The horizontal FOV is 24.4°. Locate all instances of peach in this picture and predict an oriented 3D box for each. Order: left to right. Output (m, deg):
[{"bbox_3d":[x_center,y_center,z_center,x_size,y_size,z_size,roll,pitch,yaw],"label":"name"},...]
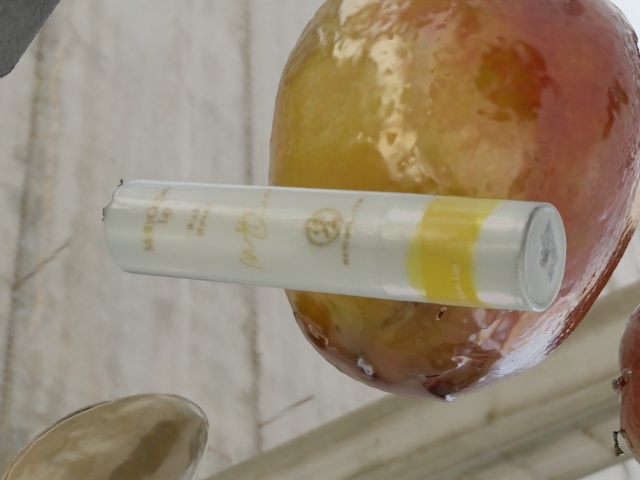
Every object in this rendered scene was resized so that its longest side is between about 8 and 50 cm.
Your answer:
[{"bbox_3d":[0.102,-0.051,1.177,0.290,0.373,0.372,24,-134,-43],"label":"peach"}]

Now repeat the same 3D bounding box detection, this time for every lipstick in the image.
[{"bbox_3d":[0.000,0.000,0.804,0.059,0.264,0.059,-12,-76,-57],"label":"lipstick"}]

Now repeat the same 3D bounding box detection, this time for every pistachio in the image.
[{"bbox_3d":[-0.198,0.217,1.336,0.226,0.136,0.136,-35,-84,-34],"label":"pistachio"}]

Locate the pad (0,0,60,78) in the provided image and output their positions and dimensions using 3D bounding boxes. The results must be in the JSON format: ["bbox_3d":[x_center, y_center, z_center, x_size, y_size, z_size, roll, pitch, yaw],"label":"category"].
[{"bbox_3d":[-0.110,-0.187,0.602,0.211,0.003,0.143,-63,-34,-26],"label":"pad"}]

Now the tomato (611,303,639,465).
[{"bbox_3d":[0.473,0.171,1.620,0.303,0.239,0.303,10,-104,-46],"label":"tomato"}]
